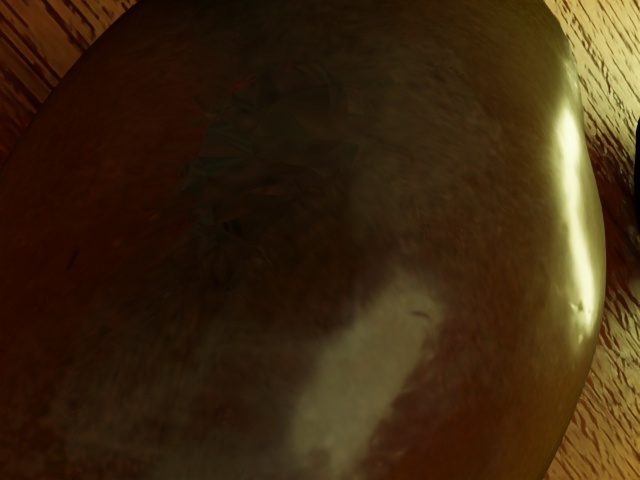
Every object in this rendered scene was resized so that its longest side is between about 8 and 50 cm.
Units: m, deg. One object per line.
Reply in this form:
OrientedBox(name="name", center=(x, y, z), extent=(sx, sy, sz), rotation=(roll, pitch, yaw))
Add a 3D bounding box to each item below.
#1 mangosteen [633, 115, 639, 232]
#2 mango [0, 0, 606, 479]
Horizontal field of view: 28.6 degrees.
OrientedBox(name="mangosteen", center=(0.350, -0.028, 0.804), extent=(0.287, 0.287, 0.233), rotation=(27, 69, -41))
OrientedBox(name="mango", center=(0.000, 0.000, 0.472), extent=(0.384, 0.221, 0.199), rotation=(-54, 155, -41))
